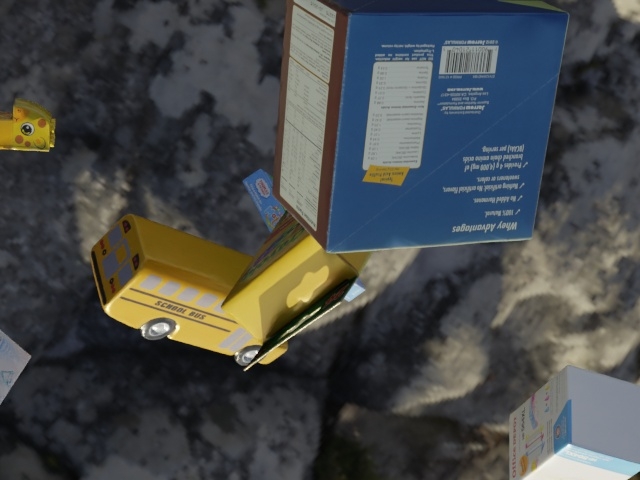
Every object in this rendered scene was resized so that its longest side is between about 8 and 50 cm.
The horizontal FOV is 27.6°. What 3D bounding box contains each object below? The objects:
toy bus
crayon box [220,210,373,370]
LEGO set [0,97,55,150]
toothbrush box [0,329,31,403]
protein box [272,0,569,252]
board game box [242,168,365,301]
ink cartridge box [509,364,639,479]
[{"bbox_3d":[-0.166,0.075,1.830,0.333,0.108,0.130,21,126,-43],"label":"toy bus"},{"bbox_3d":[0.000,0.000,1.610,0.202,0.081,0.318,-39,-167,40],"label":"crayon box"},{"bbox_3d":[-0.214,-0.100,0.824,0.093,0.087,0.227,3,112,-9],"label":"LEGO set"},{"bbox_3d":[-0.534,0.198,1.628,0.216,0.126,0.295,45,40,-18],"label":"toothbrush box"},{"bbox_3d":[0.079,-0.111,1.110,0.200,0.136,0.201,-4,115,-22],"label":"protein box"},{"bbox_3d":[-0.022,-0.005,1.914,0.039,0.160,0.211,-35,154,11],"label":"board game box"},{"bbox_3d":[0.257,0.207,1.337,0.090,0.092,0.143,17,143,-14],"label":"ink cartridge box"}]
